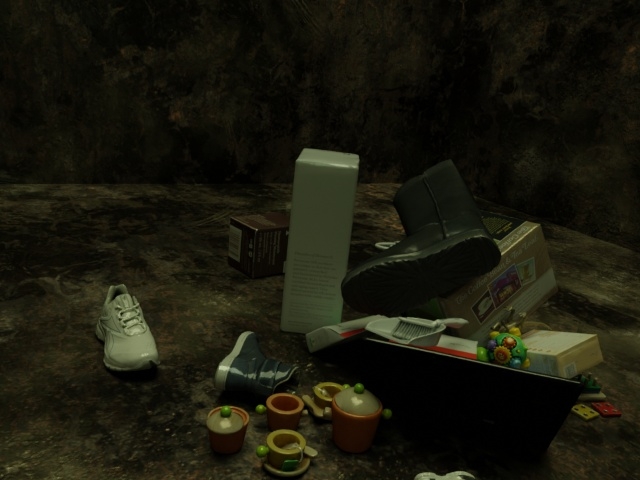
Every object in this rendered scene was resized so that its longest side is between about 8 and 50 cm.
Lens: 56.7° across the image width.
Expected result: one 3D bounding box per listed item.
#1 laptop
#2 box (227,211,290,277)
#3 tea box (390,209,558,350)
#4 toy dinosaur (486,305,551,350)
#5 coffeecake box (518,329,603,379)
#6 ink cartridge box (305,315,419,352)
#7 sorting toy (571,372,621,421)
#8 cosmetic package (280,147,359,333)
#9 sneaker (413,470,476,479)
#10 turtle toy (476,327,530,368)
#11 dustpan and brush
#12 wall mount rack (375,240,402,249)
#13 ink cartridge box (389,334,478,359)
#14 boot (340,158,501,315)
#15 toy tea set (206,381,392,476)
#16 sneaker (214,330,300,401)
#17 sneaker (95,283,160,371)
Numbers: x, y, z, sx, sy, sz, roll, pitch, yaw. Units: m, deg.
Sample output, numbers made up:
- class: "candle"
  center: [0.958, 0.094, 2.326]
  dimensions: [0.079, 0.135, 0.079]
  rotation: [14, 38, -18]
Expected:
- class: "laptop"
  center: [0.293, 0.259, 1.235]
  dimensions: [0.382, 0.408, 0.236]
  rotation: [10, 51, 12]
- class: "box"
  center: [-0.180, 0.011, 1.977]
  dimensions: [0.203, 0.168, 0.167]
  rotation: [-8, 21, -38]
- class: "tea box"
  center: [0.369, 0.097, 1.552]
  dimensions: [0.329, 0.220, 0.323]
  rotation: [-34, 26, -18]
- class: "toy dinosaur"
  center: [0.465, 0.204, 1.420]
  dimensions: [0.183, 0.093, 0.053]
  rotation: [-20, 35, -13]
- class: "coffeecake box"
  center: [0.531, 0.266, 1.390]
  dimensions: [0.142, 0.068, 0.185]
  rotation: [-16, 4, -27]
- class: "ink cartridge box"
  center: [0.097, 0.206, 1.424]
  dimensions: [0.181, 0.056, 0.224]
  rotation: [-6, -19, -38]
- class: "sorting toy"
  center: [0.590, 0.331, 1.409]
  dimensions: [0.132, 0.046, 0.274]
  rotation: [3, 17, -10]
- class: "cosmetic package"
  center: [0.000, 0.000, 1.581]
  dimensions: [0.161, 0.453, 0.230]
  rotation: [7, 16, 2]
- class: "sneaker"
  center: [0.214, 0.420, 1.004]
  dimensions: [0.109, 0.040, 0.044]
  rotation: [0, 34, -9]
- class: "turtle toy"
  center: [0.407, 0.255, 1.344]
  dimensions: [0.130, 0.095, 0.066]
  rotation: [-20, -5, 38]
- class: "dustpan and brush"
  center: [0.215, 0.176, 1.197]
  dimensions: [0.211, 0.060, 0.147]
  rotation: [12, -1, -29]
- class: "wall mount rack"
  center: [0.363, 0.086, 2.013]
  dimensions: [0.350, 0.130, 0.304]
  rotation: [1, 12, -16]
- class: "ink cartridge box"
  center: [0.243, 0.220, 1.275]
  dimensions: [0.189, 0.066, 0.232]
  rotation: [10, -15, 10]
- class: "boot"
  center: [0.223, -0.026, 1.488]
  dimensions: [0.367, 0.146, 0.445]
  rotation: [-18, 30, 10]
- class: "toy tea set"
  center: [-0.040, 0.315, 1.090]
  dimensions: [0.336, 0.124, 0.200]
  rotation: [-6, 21, -35]
- class: "sneaker"
  center: [-0.118, 0.272, 1.276]
  dimensions: [0.163, 0.086, 0.226]
  rotation: [10, 15, 5]
- class: "sneaker"
  center: [-0.441, 0.196, 1.332]
  dimensions: [0.111, 0.129, 0.297]
  rotation: [-3, 20, -36]
